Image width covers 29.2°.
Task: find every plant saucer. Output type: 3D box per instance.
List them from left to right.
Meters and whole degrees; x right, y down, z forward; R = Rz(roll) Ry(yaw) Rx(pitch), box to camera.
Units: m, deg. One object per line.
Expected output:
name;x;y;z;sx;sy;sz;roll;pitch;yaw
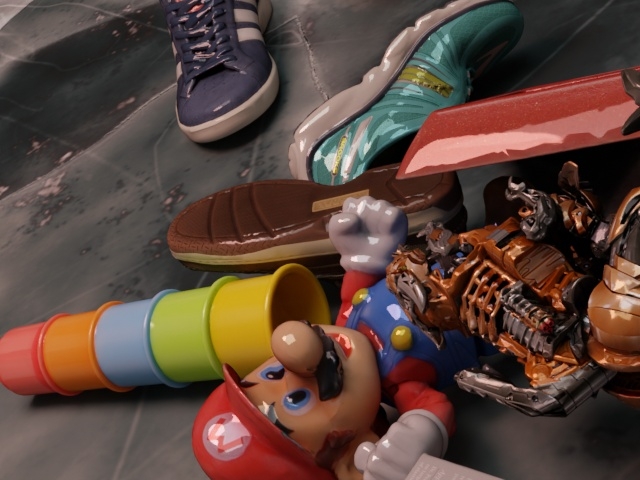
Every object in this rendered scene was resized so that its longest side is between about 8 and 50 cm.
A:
plant saucer;0.216;-0.104;0.941;0.258;0.048;0.259;-9;6;29

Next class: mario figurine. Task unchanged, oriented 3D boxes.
mario figurine;0.049;0.061;0.855;0.320;0.170;0.198;-33;7;-15

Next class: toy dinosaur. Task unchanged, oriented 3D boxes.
toy dinosaur;0.200;0.032;0.730;0.322;0.164;0.218;26;60;20

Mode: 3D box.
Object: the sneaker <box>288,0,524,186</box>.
sneaker;0.098;-0.120;1.148;0.275;0.107;0.110;-44;56;-12

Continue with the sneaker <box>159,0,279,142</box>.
sneaker;-0.133;-0.249;1.413;0.131;0.148;0.350;-23;35;11

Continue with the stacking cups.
stacking cups;-0.143;0.086;1.058;0.316;0.096;0.096;-10;39;33

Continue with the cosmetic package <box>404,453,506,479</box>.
cosmetic package;0.129;0.217;0.668;0.238;0.107;0.127;15;54;43

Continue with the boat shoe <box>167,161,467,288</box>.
boat shoe;-0.001;0.005;1.036;0.257;0.095;0.095;-6;38;20
